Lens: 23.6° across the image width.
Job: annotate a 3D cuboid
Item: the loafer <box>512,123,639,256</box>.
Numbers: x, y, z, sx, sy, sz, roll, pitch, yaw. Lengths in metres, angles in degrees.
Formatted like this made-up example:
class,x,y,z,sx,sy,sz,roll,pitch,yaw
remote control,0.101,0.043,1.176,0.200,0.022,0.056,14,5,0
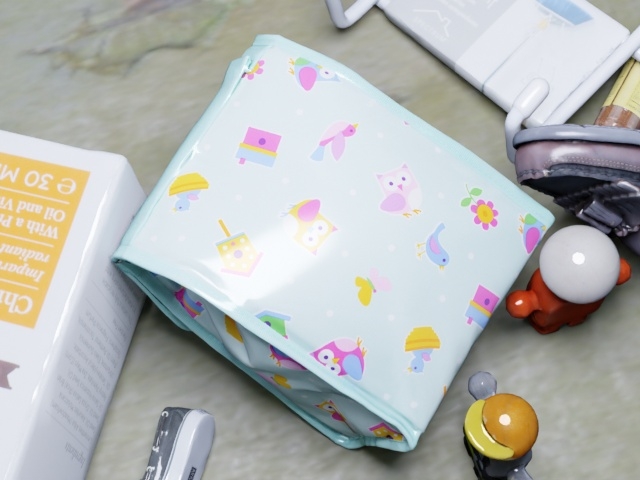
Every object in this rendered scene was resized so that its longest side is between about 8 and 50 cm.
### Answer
class,x,y,z,sx,sy,sz,roll,pitch,yaw
loafer,0.279,-0.021,1.168,0.303,0.109,0.095,9,82,-27

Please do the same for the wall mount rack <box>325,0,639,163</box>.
class,x,y,z,sx,sy,sz,roll,pitch,yaw
wall mount rack,0.181,-0.236,1.249,0.350,0.130,0.304,40,78,21

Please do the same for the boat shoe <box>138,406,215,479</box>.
class,x,y,z,sx,sy,sz,roll,pitch,yaw
boat shoe,-0.122,0.193,1.166,0.040,0.049,0.142,11,68,24

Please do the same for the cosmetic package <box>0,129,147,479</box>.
class,x,y,z,sx,sy,sz,roll,pitch,yaw
cosmetic package,-0.297,0.144,1.110,0.230,0.161,0.453,12,71,11

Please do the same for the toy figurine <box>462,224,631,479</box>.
class,x,y,z,sx,sy,sz,roll,pitch,yaw
toy figurine,0.220,0.115,1.138,0.213,0.148,0.209,28,73,9

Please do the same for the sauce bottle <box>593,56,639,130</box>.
class,x,y,z,sx,sy,sz,roll,pitch,yaw
sauce bottle,0.251,-0.103,1.272,0.042,0.042,0.128,29,75,10

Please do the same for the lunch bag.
class,x,y,z,sx,sy,sz,roll,pitch,yaw
lunch bag,0.000,0.000,1.148,0.262,0.160,0.223,36,73,-11
